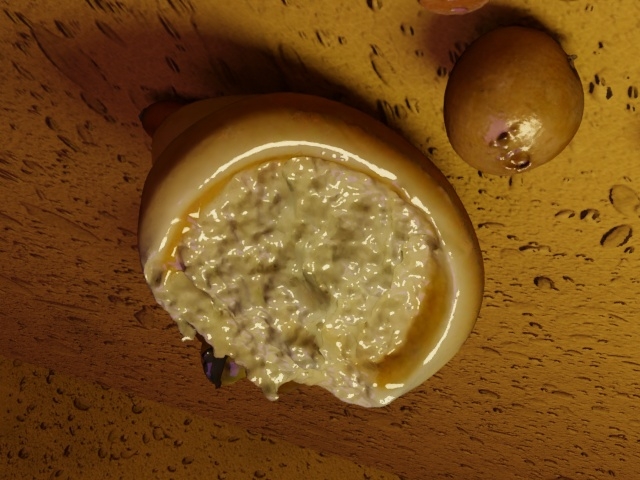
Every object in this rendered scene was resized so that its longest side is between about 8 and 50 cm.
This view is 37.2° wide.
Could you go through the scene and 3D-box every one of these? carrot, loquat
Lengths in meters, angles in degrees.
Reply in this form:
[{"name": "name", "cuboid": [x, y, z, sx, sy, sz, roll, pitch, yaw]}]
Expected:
[{"name": "carrot", "cuboid": [-0.106, -0.130, 1.214, 0.271, 0.062, 0.066, 13, 121, 7]}, {"name": "loquat", "cuboid": [0.183, -0.131, 0.905, 0.141, 0.141, 0.141, 17, 154, 8]}]

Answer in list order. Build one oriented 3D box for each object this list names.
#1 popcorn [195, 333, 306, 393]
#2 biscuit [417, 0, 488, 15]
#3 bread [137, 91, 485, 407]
[{"name": "popcorn", "cuboid": [-0.054, 0.095, 1.403, 0.297, 0.281, 0.316, -39, 128, 23]}, {"name": "biscuit", "cuboid": [0.019, -0.275, 0.773, 0.324, 0.049, 0.205, 9, 165, -13]}, {"name": "bread", "cuboid": [-0.017, 0.014, 1.119, 0.424, 0.328, 0.245, 33, 175, -23]}]
